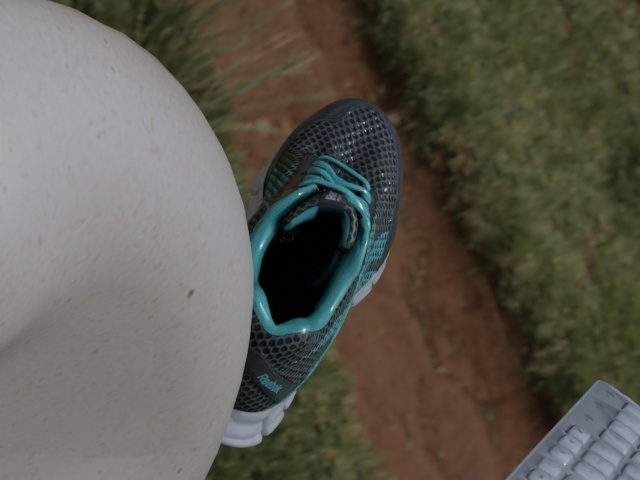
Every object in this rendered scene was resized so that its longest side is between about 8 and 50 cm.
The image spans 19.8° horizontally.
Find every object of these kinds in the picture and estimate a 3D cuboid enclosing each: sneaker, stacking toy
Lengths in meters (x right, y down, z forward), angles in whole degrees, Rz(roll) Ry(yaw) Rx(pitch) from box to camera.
[{"bbox_3d":[0.000,0.000,0.685,0.065,0.076,0.166,30,51,-6],"label":"sneaker"},{"bbox_3d":[-0.282,-0.042,0.544,0.351,0.350,0.480,-18,53,-42],"label":"stacking toy"}]

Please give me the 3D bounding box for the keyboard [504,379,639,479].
[{"bbox_3d":[0.071,0.086,0.456,0.072,0.014,0.256,31,19,13],"label":"keyboard"}]
